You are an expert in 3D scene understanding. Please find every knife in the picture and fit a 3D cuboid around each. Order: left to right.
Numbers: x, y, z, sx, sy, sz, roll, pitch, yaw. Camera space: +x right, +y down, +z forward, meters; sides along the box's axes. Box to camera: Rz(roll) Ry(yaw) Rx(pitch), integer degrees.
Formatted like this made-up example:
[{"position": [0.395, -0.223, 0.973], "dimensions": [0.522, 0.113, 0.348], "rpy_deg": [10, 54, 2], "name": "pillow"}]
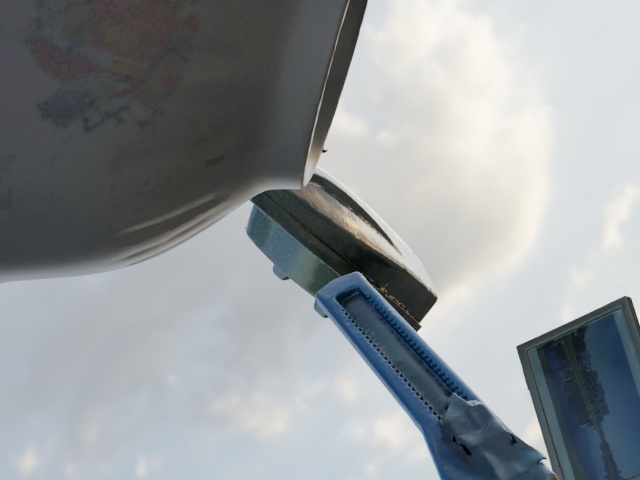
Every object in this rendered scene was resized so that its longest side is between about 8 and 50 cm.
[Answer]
[{"position": [0.052, 0.077, 0.794], "dimensions": [0.044, 0.296, 0.026], "rpy_deg": [-33, -61, -6], "name": "knife"}]

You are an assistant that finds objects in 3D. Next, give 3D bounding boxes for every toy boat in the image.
[{"position": [0.000, 0.000, 1.250], "dimensions": [0.092, 0.141, 0.319], "rpy_deg": [-48, -21, 1], "name": "toy boat"}]

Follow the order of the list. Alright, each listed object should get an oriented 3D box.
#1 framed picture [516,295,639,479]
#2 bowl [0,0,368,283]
[{"position": [0.223, 0.132, 1.281], "dimensions": [0.109, 0.149, 0.011], "rpy_deg": [-29, -29, 29], "name": "framed picture"}, {"position": [-0.032, -0.065, 0.434], "dimensions": [0.189, 0.086, 0.189], "rpy_deg": [17, -90, -88], "name": "bowl"}]
